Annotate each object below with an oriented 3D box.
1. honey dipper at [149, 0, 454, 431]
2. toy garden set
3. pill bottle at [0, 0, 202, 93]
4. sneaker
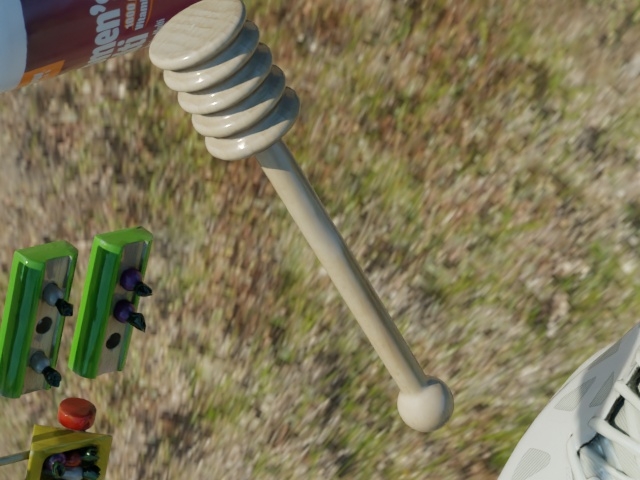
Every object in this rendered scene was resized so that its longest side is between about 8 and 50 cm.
[{"bbox_3d":[0.000,0.000,0.527,0.030,0.030,0.161,-39,124,-13],"label":"honey dipper"},{"bbox_3d":[-0.215,0.107,1.186,0.049,0.204,0.244,34,31,34],"label":"toy garden set"},{"bbox_3d":[-0.171,-0.156,1.057,0.221,0.121,0.121,-22,80,-28],"label":"pill bottle"},{"bbox_3d":[0.226,0.099,1.207,0.447,0.257,0.169,-49,64,11],"label":"sneaker"}]
